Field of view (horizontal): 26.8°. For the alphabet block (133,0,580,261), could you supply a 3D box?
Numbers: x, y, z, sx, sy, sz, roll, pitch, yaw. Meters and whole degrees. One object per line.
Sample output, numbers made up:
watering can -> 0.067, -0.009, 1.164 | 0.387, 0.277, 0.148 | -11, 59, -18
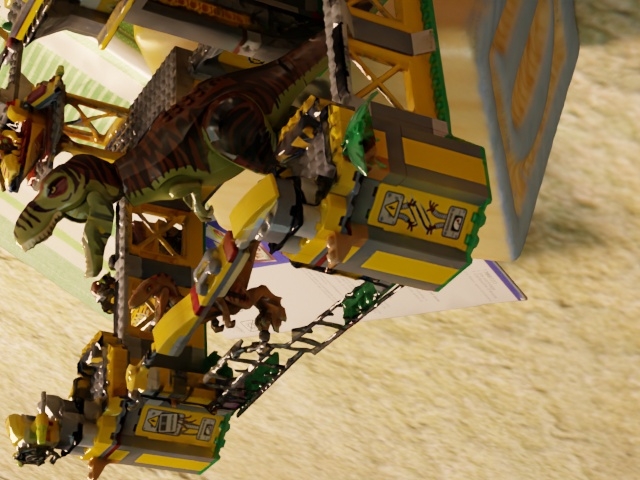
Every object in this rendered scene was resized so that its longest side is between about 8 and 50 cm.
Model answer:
alphabet block -> 0.034, -0.120, 0.804 | 0.197, 0.192, 0.193 | 7, 143, 21

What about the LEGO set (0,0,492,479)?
LEGO set -> -0.092, -0.042, 0.594 | 0.192, 0.254, 0.331 | 13, 154, -26

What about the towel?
towel -> -0.193, -0.066, 1.080 | 0.248, 0.038, 0.325 | 33, 142, 3

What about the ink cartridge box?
ink cartridge box -> 0.000, 0.000, 1.113 | 0.333, 0.065, 0.165 | -9, 136, 40
